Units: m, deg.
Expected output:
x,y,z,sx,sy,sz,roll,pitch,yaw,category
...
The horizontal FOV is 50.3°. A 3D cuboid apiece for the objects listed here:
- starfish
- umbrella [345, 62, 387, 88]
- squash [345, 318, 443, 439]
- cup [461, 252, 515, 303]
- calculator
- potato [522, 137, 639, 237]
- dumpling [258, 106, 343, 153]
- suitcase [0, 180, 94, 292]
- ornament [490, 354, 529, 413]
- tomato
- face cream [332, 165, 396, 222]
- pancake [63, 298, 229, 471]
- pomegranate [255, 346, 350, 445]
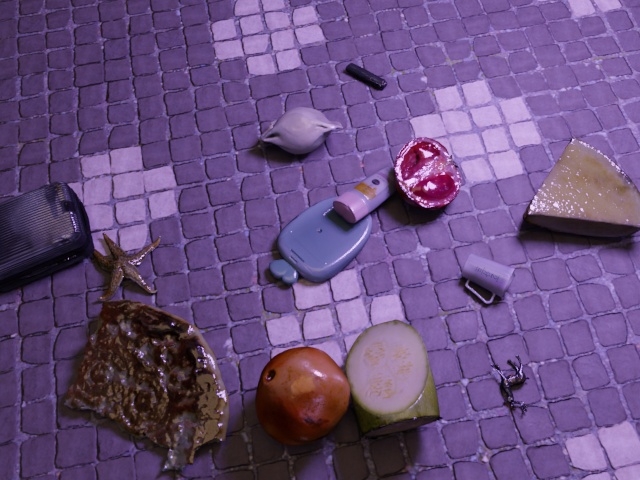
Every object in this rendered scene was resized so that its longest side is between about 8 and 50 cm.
x,y,z,sx,sy,sz,roll,pitch,yaw,category
-0.485,0.059,1.701,0.223,0.050,0.217,38,62,14,starfish
0.134,-0.475,1.964,0.133,0.031,0.036,33,69,17,umbrella
0.145,0.280,1.473,0.189,0.189,0.260,-10,66,-3,squash
0.398,0.095,1.636,0.116,0.074,0.104,24,94,18,cup
0.000,0.000,1.708,0.299,0.041,0.185,-39,67,-19,calculator
0.666,-0.081,1.692,0.255,0.112,0.269,32,71,14,potato
-0.050,-0.301,1.837,0.229,0.124,0.151,-1,24,10,dumpling
-0.729,-0.005,1.683,0.312,0.128,0.202,-22,63,-5,suitcase
0.437,0.325,1.528,0.073,0.028,0.125,-16,61,-6,ornament
0.262,-0.158,1.747,0.173,0.099,0.189,-21,77,-17,tomato
0.124,-0.120,1.732,0.084,0.057,0.198,39,54,20,face cream
-0.374,0.321,1.553,0.427,0.067,0.304,27,74,14,pancake
-0.044,0.328,1.450,0.209,0.209,0.209,-1,62,2,pomegranate
